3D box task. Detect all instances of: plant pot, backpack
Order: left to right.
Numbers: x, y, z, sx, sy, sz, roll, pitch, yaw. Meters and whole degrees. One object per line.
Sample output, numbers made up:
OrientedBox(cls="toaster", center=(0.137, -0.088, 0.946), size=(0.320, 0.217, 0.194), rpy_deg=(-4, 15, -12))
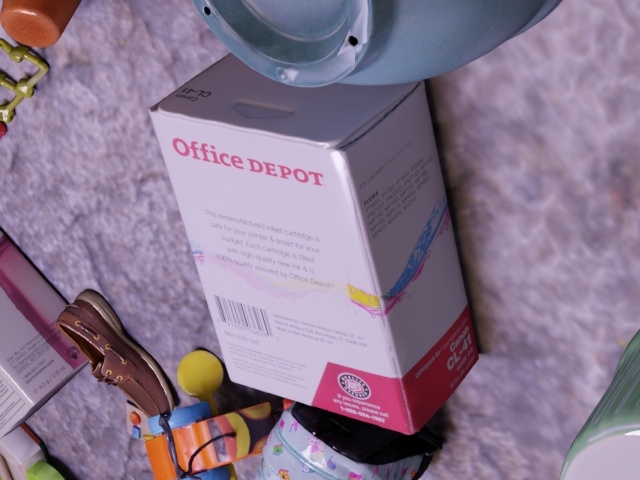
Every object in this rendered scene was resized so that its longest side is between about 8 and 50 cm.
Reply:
OrientedBox(cls="backpack", center=(0.019, 0.209, 1.483), size=(0.152, 0.182, 0.115), rpy_deg=(28, 103, 19))
OrientedBox(cls="plant pot", center=(0.019, -0.230, 1.094), size=(0.293, 0.196, 0.293), rpy_deg=(26, 137, 27))

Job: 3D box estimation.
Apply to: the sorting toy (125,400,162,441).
OrientedBox(cls="sorting toy", center=(-0.219, 0.222, 1.875), size=(0.062, 0.012, 0.083), rpy_deg=(28, 139, 24))

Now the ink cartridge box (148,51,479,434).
OrientedBox(cls="ink cartridge box", center=(0.000, 0.000, 1.369), size=(0.226, 0.131, 0.306), rpy_deg=(14, 130, 37))

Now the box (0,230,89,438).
OrientedBox(cls="box", center=(-0.402, 0.102, 1.854), size=(0.232, 0.127, 0.148), rpy_deg=(49, 143, -1))

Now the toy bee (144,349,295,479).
OrientedBox(cls="toy bee", center=(-0.098, 0.228, 1.666), size=(0.298, 0.162, 0.195), rpy_deg=(-147, 44, -71))

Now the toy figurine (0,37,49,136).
OrientedBox(cls="toy figurine", center=(-0.480, -0.132, 1.649), size=(0.191, 0.217, 0.362), rpy_deg=(53, 143, -7))

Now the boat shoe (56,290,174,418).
OrientedBox(cls="boat shoe", center=(-0.243, 0.145, 1.791), size=(0.178, 0.060, 0.064), rpy_deg=(52, 142, -6))

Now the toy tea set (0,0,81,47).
OrientedBox(cls="toy tea set", center=(-0.231, -0.309, 1.368), size=(0.200, 0.124, 0.336), rpy_deg=(29, 146, -26))

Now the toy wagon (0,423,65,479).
OrientedBox(cls="toy wagon", center=(-0.453, 0.323, 2.149), size=(0.344, 0.068, 0.267), rpy_deg=(13, 131, 36))

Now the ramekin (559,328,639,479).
OrientedBox(cls="ramekin", center=(0.338, 0.208, 1.207), size=(0.303, 0.148, 0.303), rpy_deg=(26, 138, 26))
